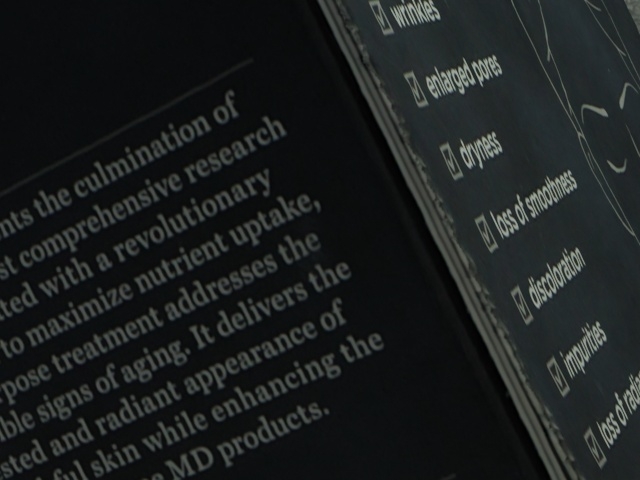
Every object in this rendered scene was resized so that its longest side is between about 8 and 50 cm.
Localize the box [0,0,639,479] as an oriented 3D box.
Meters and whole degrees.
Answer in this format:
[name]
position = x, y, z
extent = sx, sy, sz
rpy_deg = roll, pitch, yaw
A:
[box]
position = 0.000, 0.000, 0.919
extent = 0.297, 0.471, 0.480
rpy_deg = -24, 0, 22
